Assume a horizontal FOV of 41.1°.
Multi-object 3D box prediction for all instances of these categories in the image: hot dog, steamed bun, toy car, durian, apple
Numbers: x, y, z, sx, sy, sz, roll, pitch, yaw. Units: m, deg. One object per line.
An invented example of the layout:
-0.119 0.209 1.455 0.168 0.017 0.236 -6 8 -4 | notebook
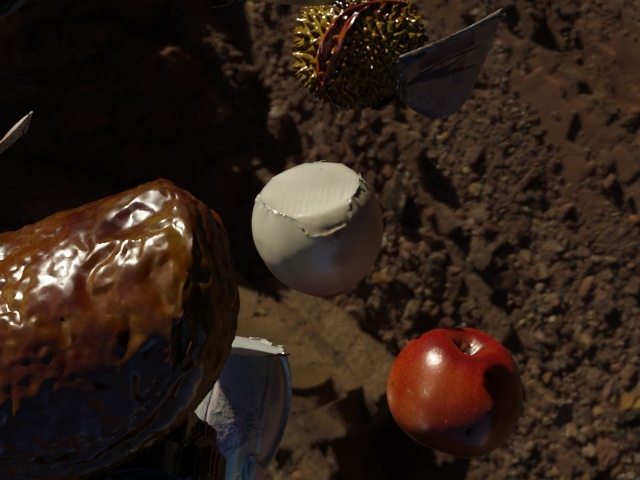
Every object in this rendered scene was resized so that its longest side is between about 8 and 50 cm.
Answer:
-0.260 0.088 0.811 0.174 0.387 0.267 67 -175 -48 | hot dog
0.000 0.000 1.908 0.309 0.309 0.309 24 123 43 | steamed bun
-0.233 0.266 0.860 0.301 0.193 0.118 -22 124 17 | toy car
0.097 -0.478 2.125 0.384 0.347 0.348 6 110 57 | durian
0.263 0.290 1.652 0.260 0.260 0.217 30 113 40 | apple

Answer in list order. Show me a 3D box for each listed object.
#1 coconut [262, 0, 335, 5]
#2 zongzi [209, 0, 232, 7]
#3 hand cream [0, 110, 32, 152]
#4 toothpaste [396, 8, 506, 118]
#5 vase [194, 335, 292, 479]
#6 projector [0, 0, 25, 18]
-0.033 -0.369 1.053 0.183 0.171 0.171 48 148 -21 | coconut
-0.245 -0.538 1.505 0.111 0.241 0.248 -37 69 25 | zongzi
-0.662 -0.196 1.766 0.052 0.216 0.038 -17 119 32 | hand cream
0.131 -0.180 0.933 0.068 0.282 0.099 35 90 7 | toothpaste
-0.200 0.400 1.575 0.250 0.250 0.445 12 92 47 | vase
-0.535 -0.456 1.283 0.163 0.177 0.242 -32 90 26 | projector
